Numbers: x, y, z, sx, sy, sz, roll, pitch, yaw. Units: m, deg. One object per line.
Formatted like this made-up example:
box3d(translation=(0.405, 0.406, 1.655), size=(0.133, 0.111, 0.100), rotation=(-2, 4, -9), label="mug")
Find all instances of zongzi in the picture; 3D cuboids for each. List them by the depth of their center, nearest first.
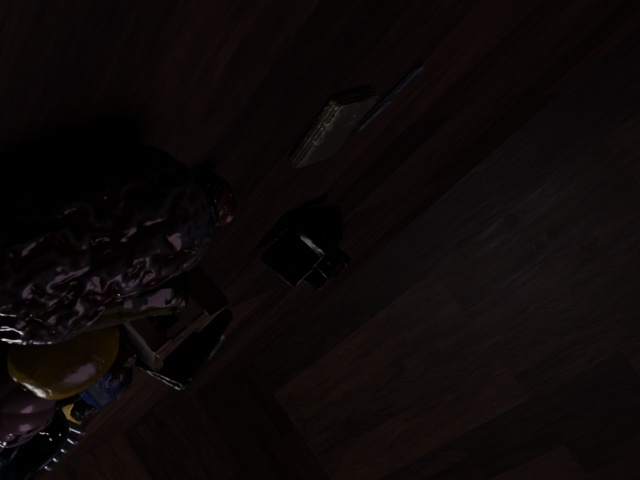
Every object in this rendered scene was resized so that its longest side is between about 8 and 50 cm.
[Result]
box3d(translation=(-0.379, 0.098, 1.122), size=(0.286, 0.134, 0.288), rotation=(-3, 163, -19), label="zongzi")

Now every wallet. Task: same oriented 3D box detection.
box3d(translation=(-0.352, 0.258, 1.719), size=(0.245, 0.169, 0.052), rotation=(-58, 158, -30), label="wallet")

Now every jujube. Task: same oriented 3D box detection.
box3d(translation=(-0.296, -0.002, 0.853), size=(0.317, 0.226, 0.226), rotation=(-26, 166, -22), label="jujube")

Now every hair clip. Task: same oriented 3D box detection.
box3d(translation=(-0.781, 0.582, 1.713), size=(0.318, 0.392, 0.238), rotation=(-44, -168, 34), label="hair clip")

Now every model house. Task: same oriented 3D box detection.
box3d(translation=(-0.349, 0.162, 1.557), size=(0.244, 0.169, 0.326), rotation=(-39, 175, -23), label="model house")
box3d(translation=(0.000, 0.000, 1.848), size=(0.211, 0.204, 0.243), rotation=(-47, -179, 45), label="model house")

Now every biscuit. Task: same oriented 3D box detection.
box3d(translation=(0.025, -0.224, 1.326), size=(0.121, 0.040, 0.199), rotation=(-28, 166, -42), label="biscuit")

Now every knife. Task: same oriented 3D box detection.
box3d(translation=(0.145, -0.302, 1.416), size=(0.210, 0.015, 0.028), rotation=(-41, 173, 30), label="knife")

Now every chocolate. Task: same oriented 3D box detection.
box3d(translation=(-0.745, 0.512, 2.010), size=(0.086, 0.085, 0.219), rotation=(-26, 165, -41), label="chocolate")

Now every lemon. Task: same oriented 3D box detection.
box3d(translation=(-0.497, 0.215, 1.279), size=(0.207, 0.170, 0.170), rotation=(-35, 170, -23), label="lemon")

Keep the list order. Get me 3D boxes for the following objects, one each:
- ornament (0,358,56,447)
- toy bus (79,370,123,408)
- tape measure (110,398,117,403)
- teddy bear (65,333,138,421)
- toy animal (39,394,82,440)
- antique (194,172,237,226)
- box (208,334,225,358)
box3d(translation=(-0.631, 0.330, 1.352), size=(0.178, 0.177, 0.177), rotation=(-34, 169, -8), label="ornament")
box3d(translation=(-0.539, 0.299, 1.519), size=(0.094, 0.079, 0.236), rotation=(-37, 145, -22), label="toy bus")
box3d(translation=(-0.645, 0.445, 1.982), size=(0.091, 0.094, 0.054), rotation=(-41, 174, 27), label="tape measure")
box3d(translation=(-0.553, 0.356, 1.728), size=(0.251, 0.182, 0.129), rotation=(-53, 132, -10), label="teddy bear")
box3d(translation=(-0.659, 0.404, 1.586), size=(0.148, 0.084, 0.232), rotation=(-23, -158, 31), label="toy animal")
box3d(translation=(-0.200, -0.071, 1.152), size=(0.104, 0.104, 0.104), rotation=(-34, 169, -8), label="antique")
box3d(translation=(-0.379, 0.260, 1.871), size=(0.135, 0.163, 0.243), rotation=(-19, 164, -28), label="box")
